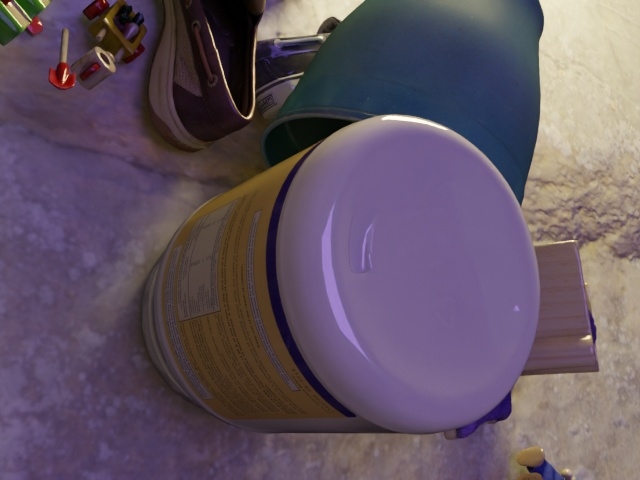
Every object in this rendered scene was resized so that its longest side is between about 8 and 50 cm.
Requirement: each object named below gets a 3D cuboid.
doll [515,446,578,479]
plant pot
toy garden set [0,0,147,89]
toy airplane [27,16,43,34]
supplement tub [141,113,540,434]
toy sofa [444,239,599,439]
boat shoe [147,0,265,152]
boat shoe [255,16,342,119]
[{"bbox_3d":[0.327,0.361,1.060,0.189,0.046,0.129,44,44,-27],"label":"doll"},{"bbox_3d":[0.112,-0.151,0.829,0.271,0.271,0.255,34,68,-25],"label":"plant pot"},{"bbox_3d":[-0.238,-0.228,0.711,0.204,0.049,0.244,52,16,-27],"label":"toy garden set"},{"bbox_3d":[-0.324,-0.225,0.740,0.151,0.028,0.151,12,70,-36],"label":"toy airplane"},{"bbox_3d":[-0.003,0.049,0.699,0.241,0.331,0.241,9,74,-33],"label":"supplement tub"},{"bbox_3d":[0.233,0.120,0.883,0.362,0.150,0.177,27,57,-68],"label":"toy sofa"},{"bbox_3d":[-0.105,-0.268,0.851,0.123,0.123,0.342,24,62,-47],"label":"boat shoe"},{"bbox_3d":[0.034,-0.231,0.984,0.301,0.108,0.102,-20,91,-33],"label":"boat shoe"}]
